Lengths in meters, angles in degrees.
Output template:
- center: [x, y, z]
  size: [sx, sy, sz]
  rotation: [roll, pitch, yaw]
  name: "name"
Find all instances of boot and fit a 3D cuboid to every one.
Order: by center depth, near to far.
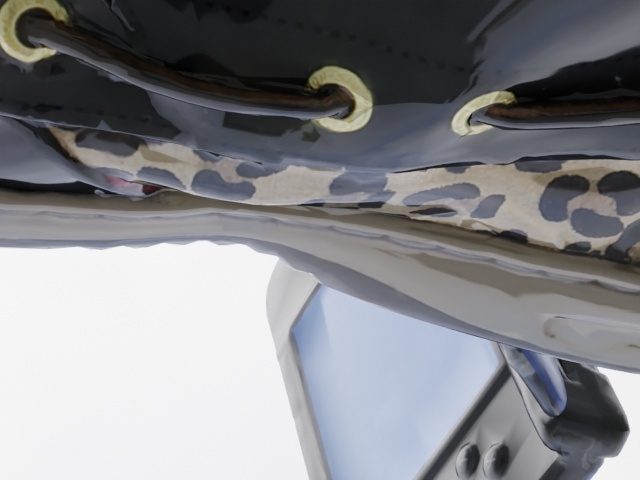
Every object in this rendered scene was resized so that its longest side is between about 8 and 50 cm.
- center: [-0.002, -0.120, 0.321]
  size: [0.378, 0.284, 0.138]
  rotation: [17, -136, -8]
  name: "boot"

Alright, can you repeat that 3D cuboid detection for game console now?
- center: [0.000, 0.000, 0.677]
  size: [0.173, 0.250, 0.293]
  rotation: [20, -151, -25]
  name: "game console"
